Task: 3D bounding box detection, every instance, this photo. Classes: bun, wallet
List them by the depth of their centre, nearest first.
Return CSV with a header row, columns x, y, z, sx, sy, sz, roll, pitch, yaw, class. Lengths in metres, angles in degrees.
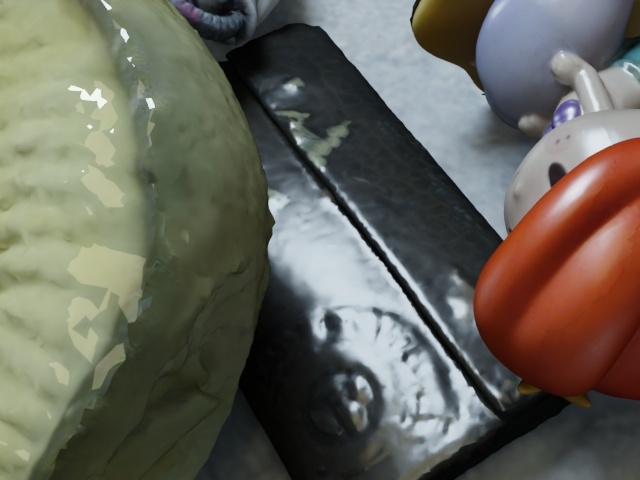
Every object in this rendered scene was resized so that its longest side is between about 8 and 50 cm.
x,y,z,sx,sy,sz,roll,pitch,yaw,class
-0.181,0.021,0.549,0.364,0.202,0.364,-3,81,21,bun
0.000,0.000,0.618,0.170,0.044,0.321,-33,58,-5,wallet

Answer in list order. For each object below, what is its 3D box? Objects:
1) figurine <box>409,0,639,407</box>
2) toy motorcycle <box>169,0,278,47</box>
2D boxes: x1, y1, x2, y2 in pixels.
x,y,z,sx,sy,sz,roll,pitch,yaw,class
0.158,-0.045,0.528,0.181,0.208,0.257,-32,49,30,figurine
-0.098,-0.225,0.719,0.110,0.171,0.260,-45,65,30,toy motorcycle
